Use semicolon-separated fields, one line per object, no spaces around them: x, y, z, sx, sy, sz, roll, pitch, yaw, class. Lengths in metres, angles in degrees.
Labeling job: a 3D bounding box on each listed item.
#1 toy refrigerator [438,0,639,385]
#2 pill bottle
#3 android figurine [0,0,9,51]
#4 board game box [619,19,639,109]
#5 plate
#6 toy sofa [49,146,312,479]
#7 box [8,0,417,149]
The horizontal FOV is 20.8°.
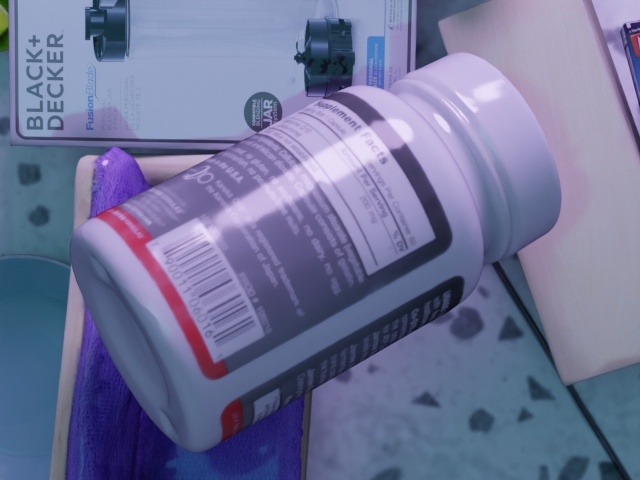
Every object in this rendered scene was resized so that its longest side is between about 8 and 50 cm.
0.180;-0.043;1.230;0.102;0.094;0.269;-20;86;15;toy refrigerator
0.000;0.000;1.109;0.283;0.161;0.161;-28;82;-18;pill bottle
-0.193;-0.263;1.333;0.248;0.056;0.273;-42;83;8;android figurine
0.310;-0.119;1.211;0.194;0.060;0.194;-12;81;-2;board game box
-0.228;0.104;1.343;0.188;0.024;0.188;0;88;11;plate
-0.087;0.119;1.207;0.150;0.177;0.362;2;77;12;toy sofa
-0.075;-0.147;1.252;0.290;0.087;0.169;3;99;2;box
